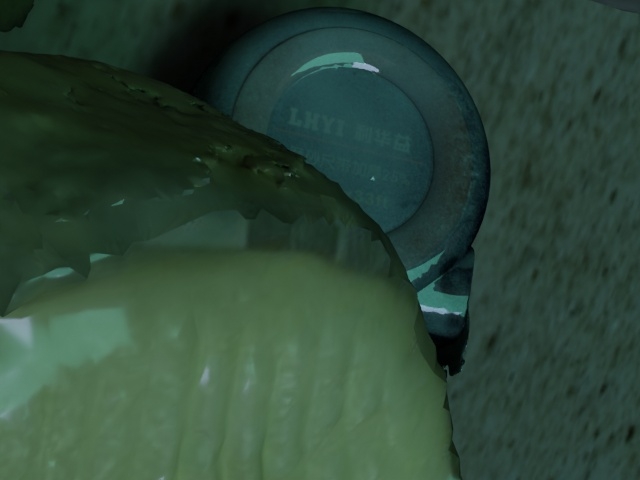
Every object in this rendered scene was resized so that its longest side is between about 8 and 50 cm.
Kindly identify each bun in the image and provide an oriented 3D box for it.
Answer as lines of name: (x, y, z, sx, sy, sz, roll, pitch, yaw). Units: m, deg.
bun: (-0.096, 0.072, 0.482, 0.259, 0.152, 0.259, -22, 129, -31)

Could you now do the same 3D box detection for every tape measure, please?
tape measure: (-0.004, 0.000, 0.661, 0.180, 0.104, 0.107, 102, -6, -73)

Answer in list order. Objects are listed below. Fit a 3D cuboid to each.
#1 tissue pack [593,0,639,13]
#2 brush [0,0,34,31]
tissue pack: (0.122, -0.273, 0.555, 0.356, 0.194, 0.266, -58, 144, -15)
brush: (-0.161, -0.064, 0.439, 0.266, 0.027, 0.062, -15, 117, -47)
